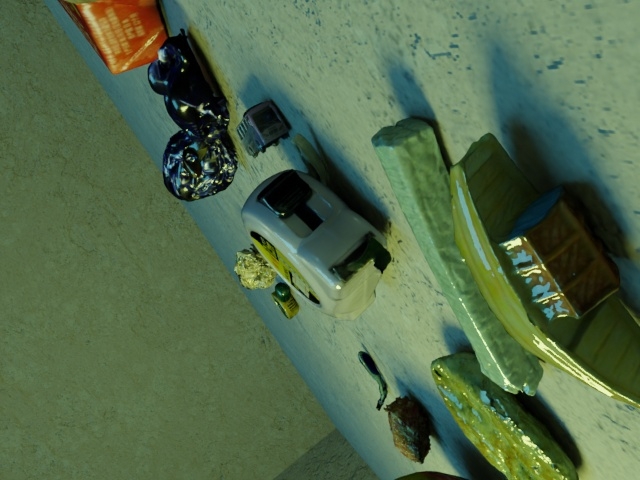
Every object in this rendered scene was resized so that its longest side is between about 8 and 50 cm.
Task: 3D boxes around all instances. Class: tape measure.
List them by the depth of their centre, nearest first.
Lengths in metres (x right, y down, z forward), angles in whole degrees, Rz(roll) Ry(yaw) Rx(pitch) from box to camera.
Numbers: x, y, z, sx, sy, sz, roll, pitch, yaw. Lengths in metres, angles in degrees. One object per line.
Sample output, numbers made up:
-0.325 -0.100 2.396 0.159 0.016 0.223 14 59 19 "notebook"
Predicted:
-0.003 -0.003 0.701 0.178 0.105 0.196 44 168 12 "tape measure"

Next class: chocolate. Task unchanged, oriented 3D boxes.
-0.323 -0.374 0.873 0.237 0.108 0.235 51 170 6 "chocolate"
-0.181 -0.168 0.928 0.343 0.126 0.149 113 158 -68 "chocolate"

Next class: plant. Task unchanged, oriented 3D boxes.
-0.143 0.041 1.395 0.117 0.104 0.122 104 158 -47 "plant"

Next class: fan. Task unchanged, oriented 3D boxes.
-0.088 0.144 1.580 0.082 0.039 0.155 51 166 19 "fan"

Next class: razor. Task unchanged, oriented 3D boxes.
0.105 0.261 1.194 0.028 0.044 0.155 5 135 34 "razor"

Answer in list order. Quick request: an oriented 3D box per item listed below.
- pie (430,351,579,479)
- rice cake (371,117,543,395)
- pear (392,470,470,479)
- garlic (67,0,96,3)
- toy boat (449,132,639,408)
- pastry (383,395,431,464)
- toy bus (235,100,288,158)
0.183 0.187 0.639 0.187 0.041 0.187 51 167 16 "pie"
0.106 0.021 0.473 0.245 0.042 0.045 59 170 -23 "rice cake"
0.192 0.489 0.940 0.287 0.287 0.375 48 -176 25 "pear"
-0.284 -0.361 0.642 0.227 0.152 0.228 35 165 11 "garlic"
0.129 0.020 0.342 0.172 0.065 0.066 53 149 -5 "toy boat"
0.156 0.321 1.089 0.087 0.063 0.170 35 154 34 "pastry"
-0.072 -0.131 0.753 0.052 0.036 0.130 61 169 -8 "toy bus"
